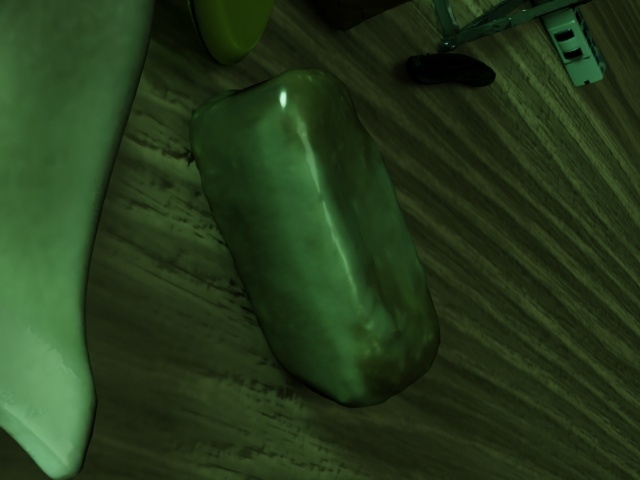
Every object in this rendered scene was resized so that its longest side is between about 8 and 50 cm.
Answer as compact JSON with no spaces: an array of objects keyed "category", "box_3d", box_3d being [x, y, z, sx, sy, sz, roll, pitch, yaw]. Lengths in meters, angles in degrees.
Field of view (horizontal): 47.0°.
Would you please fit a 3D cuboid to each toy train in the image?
[{"category":"toy train","box_3d":[0.326,-0.300,0.990,0.207,0.043,0.047,50,49,-31]}]

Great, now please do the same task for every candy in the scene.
[{"category":"candy","box_3d":[0.000,0.000,0.510,0.102,0.104,0.234,-31,107,-47]}]

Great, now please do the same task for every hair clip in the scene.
[{"category":"hair clip","box_3d":[-0.161,-0.056,0.334,0.172,0.113,0.282,36,60,-47]}]

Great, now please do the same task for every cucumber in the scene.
[{"category":"cucumber","box_3d":[0.135,-0.176,0.756,0.184,0.033,0.036,-12,68,-50]}]

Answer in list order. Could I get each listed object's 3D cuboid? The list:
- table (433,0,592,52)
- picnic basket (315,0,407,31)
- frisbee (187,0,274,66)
[{"category":"table","box_3d":[0.214,-0.411,0.746,0.272,0.222,0.335,-41,113,-44]},{"category":"picnic basket","box_3d":[0.069,-0.256,0.579,0.128,0.178,0.138,45,52,-34]},{"category":"frisbee","box_3d":[-0.044,-0.229,0.463,0.236,0.017,0.236,8,90,-84]}]
